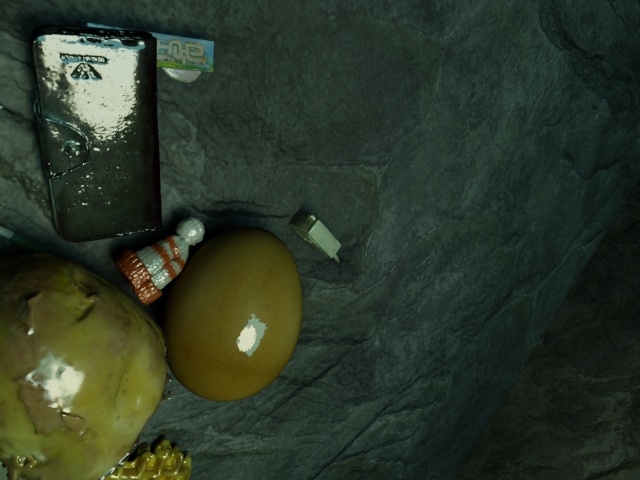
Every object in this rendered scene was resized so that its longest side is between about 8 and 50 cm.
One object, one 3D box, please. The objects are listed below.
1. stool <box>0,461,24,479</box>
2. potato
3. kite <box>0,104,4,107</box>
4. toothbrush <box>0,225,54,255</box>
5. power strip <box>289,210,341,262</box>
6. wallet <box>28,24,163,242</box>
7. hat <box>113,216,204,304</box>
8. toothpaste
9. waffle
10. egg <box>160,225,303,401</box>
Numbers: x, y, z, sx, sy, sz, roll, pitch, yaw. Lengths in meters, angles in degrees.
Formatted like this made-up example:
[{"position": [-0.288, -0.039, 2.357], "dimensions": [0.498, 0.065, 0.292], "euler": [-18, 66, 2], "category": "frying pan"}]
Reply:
[{"position": [-0.502, 0.482, 0.724], "dimensions": [0.269, 0.243, 0.171], "euler": [16, 98, -44], "category": "stool"}, {"position": [-0.377, 0.151, 0.647], "dimensions": [0.301, 0.288, 0.237], "euler": [-51, 152, -32], "category": "potato"}, {"position": [-0.470, -0.165, 0.628], "dimensions": [0.078, 0.002, 0.044], "euler": [-1, 110, -40], "category": "kite"}, {"position": [-0.450, 0.004, 0.710], "dimensions": [0.018, 0.024, 0.257], "euler": [-37, 133, 4], "category": "toothbrush"}, {"position": [0.000, 0.000, 1.063], "dimensions": [0.042, 0.075, 0.175], "euler": [-53, 133, -11], "category": "power strip"}, {"position": [-0.324, -0.146, 0.705], "dimensions": [0.172, 0.045, 0.318], "euler": [-12, 126, -33], "category": "wallet"}, {"position": [-0.267, 0.024, 0.814], "dimensions": [0.162, 0.112, 0.094], "euler": [-37, 134, -24], "category": "hat"}, {"position": [-0.262, -0.285, 0.726], "dimensions": [0.193, 0.044, 0.071], "euler": [-9, 115, -38], "category": "toothpaste"}, {"position": [-0.387, 0.562, 0.988], "dimensions": [0.283, 0.065, 0.310], "euler": [-32, 128, -26], "category": "waffle"}, {"position": [-0.155, 0.132, 0.865], "dimensions": [0.250, 0.250, 0.323], "euler": [19, 90, -44], "category": "egg"}]
